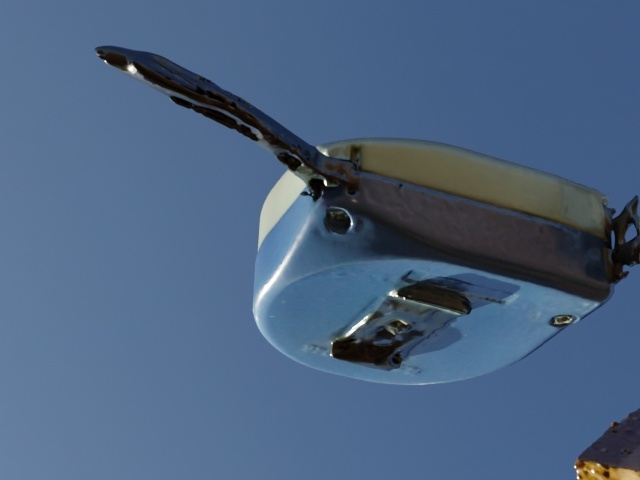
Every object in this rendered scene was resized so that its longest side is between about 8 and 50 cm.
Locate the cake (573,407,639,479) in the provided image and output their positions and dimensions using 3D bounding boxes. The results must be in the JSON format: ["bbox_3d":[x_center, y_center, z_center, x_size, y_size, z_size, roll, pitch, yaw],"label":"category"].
[{"bbox_3d":[0.436,0.289,1.343,0.293,0.198,0.196,0,-78,43],"label":"cake"}]

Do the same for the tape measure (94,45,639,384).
[{"bbox_3d":[0.000,0.000,0.817,0.351,0.098,0.215,16,-33,-18],"label":"tape measure"}]
